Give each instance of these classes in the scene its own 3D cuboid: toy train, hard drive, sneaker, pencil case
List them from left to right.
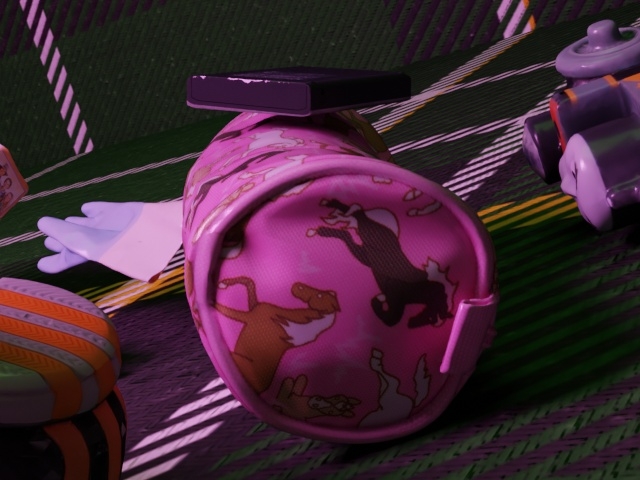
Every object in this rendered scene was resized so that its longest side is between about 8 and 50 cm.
[{"bbox_3d":[-0.246,0.093,0.642,0.321,0.180,0.124,17,28,23],"label":"sneaker"},{"bbox_3d":[-0.011,-0.101,0.856,0.094,0.022,0.135,8,13,30],"label":"hard drive"},{"bbox_3d":[0.000,0.000,0.809,0.167,0.160,0.386,-23,11,1],"label":"pencil case"},{"bbox_3d":[0.308,-0.101,0.880,0.334,0.142,0.190,-18,22,3],"label":"toy train"}]

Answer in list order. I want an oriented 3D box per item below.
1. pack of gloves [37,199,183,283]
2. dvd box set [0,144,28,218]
[{"bbox_3d":[-0.212,0.034,1.039,0.232,0.046,0.195,0,51,55],"label":"pack of gloves"},{"bbox_3d":[-0.499,0.052,1.130,0.308,0.062,0.420,6,41,34],"label":"dvd box set"}]
